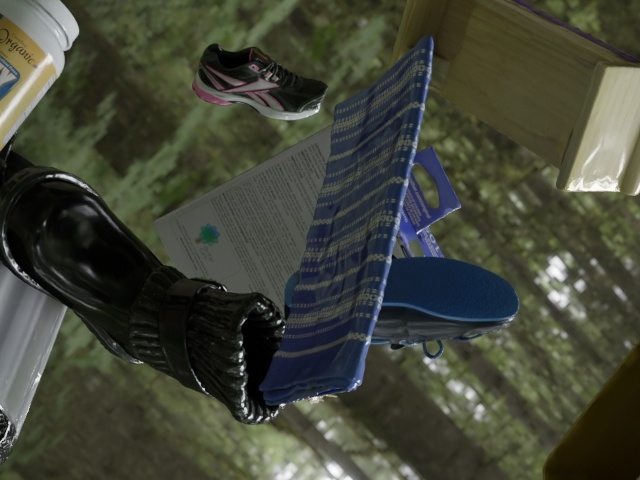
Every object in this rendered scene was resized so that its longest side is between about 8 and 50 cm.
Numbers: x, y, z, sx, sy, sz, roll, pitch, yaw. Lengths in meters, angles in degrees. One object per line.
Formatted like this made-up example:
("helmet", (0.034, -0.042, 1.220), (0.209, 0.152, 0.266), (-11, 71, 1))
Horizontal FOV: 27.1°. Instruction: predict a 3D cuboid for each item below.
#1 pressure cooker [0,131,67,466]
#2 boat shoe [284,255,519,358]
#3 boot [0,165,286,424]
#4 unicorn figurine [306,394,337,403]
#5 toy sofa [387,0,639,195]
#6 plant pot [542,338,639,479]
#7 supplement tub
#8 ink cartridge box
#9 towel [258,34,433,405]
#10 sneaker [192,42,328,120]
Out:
("pressure cooker", (-0.492, 0.052, 1.640), (0.370, 0.375, 0.420), (-3, -127, 27))
("boat shoe", (0.087, 0.072, 1.479), (0.109, 0.258, 0.089), (-87, -176, -45))
("boot", (-0.188, 0.060, 1.489), (0.260, 0.348, 0.131), (21, -110, 41))
("unicorn figurine", (-0.016, 0.222, 2.197), (0.060, 0.111, 0.162), (-9, -178, 5))
("toy sofa", (0.255, -0.192, 1.546), (0.362, 0.177, 0.150), (41, -56, 48))
("plant pot", (0.379, 0.270, 1.429), (0.212, 0.187, 0.212), (-59, -172, 26))
("supplement tub", (-0.366, -0.184, 1.423), (0.200, 0.144, 0.144), (-57, -163, -17))
("ink cartridge box", (0.000, 0.000, 1.901), (0.395, 0.270, 0.151), (-27, 180, 24))
("towel", (0.023, -0.009, 1.274), (0.243, 0.040, 0.336), (150, -45, -70))
("sneaker", (-0.076, -0.211, 1.730), (0.072, 0.178, 0.077), (-89, -172, -47))
